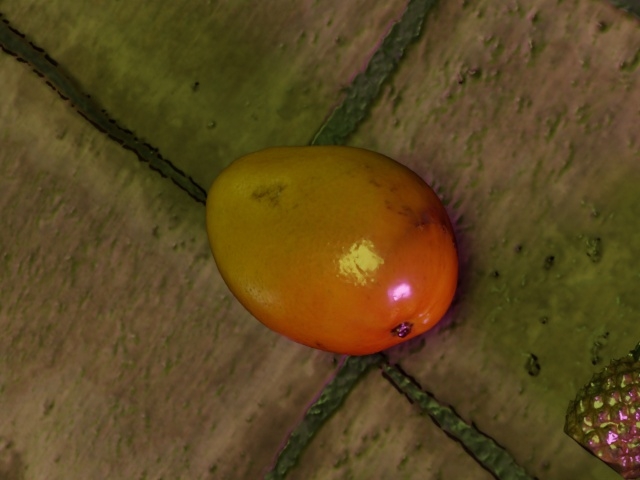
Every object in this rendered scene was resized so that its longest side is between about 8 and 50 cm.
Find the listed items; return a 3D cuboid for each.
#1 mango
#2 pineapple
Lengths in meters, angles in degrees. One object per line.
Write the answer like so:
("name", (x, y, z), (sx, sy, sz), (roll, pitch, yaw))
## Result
("mango", (0.000, 0.000, 1.219), (0.219, 0.112, 0.145), (24, 93, 41))
("pineapple", (0.223, 0.075, 1.109), (0.074, 0.074, 0.159), (35, 91, 28))
